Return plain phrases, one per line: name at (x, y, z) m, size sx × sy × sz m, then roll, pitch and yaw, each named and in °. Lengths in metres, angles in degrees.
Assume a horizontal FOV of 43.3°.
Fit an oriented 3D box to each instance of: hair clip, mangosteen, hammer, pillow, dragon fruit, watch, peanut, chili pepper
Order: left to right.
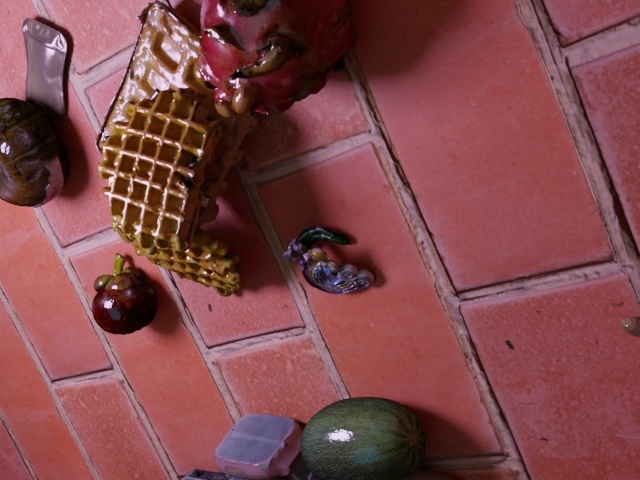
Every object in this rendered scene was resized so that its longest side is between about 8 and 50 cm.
pillow at (-0.609, -0.374, 1.778) m, size 0.130 × 0.033 × 0.218 m, roll 25°, pitch 126°, yaw 18°
mangosteen at (-0.463, 0.129, 1.847) m, size 0.156 × 0.145 × 0.181 m, roll -23°, pitch 98°, yaw 42°
hammer at (-0.359, -0.227, 1.561) m, size 0.182 × 0.017 × 0.062 m, roll -42°, pitch 80°, yaw 33°
dragon fruit at (-0.091, -0.330, 1.301) m, size 0.250 × 0.269 × 0.291 m, roll 42°, pitch 117°, yaw 12°
watch at (-0.088, 0.527, 1.799) m, size 0.253 × 0.162 × 0.241 m, roll -1°, pitch 124°, yaw 37°
chili pepper at (-0.002, -0.008, 1.542) m, size 0.118 × 0.035 × 0.055 m, roll -11°, pitch 128°, yaw 30°
hair clip at (0.012, 0.054, 1.536) m, size 0.172 × 0.049 × 0.116 m, roll 31°, pitch 150°, yaw -12°
peanut at (0.512, 0.144, 1.263) m, size 0.083 × 0.037 × 0.037 m, roll 24°, pitch 123°, yaw 19°

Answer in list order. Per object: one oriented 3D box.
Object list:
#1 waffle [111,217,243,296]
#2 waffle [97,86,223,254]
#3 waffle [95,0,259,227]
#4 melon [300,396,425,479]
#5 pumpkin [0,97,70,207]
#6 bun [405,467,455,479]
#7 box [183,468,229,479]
waffle at (-0.293, 0.016, 1.640) m, size 0.311 × 0.060 × 0.307 m, roll 23°, pitch 158°, yaw 8°
waffle at (-0.289, -0.133, 1.472) m, size 0.283 × 0.065 × 0.309 m, roll -30°, pitch 78°, yaw 18°
waffle at (-0.273, -0.242, 1.558) m, size 0.304 × 0.077 × 0.348 m, roll 39°, pitch 119°, yaw 15°
melon at (0.073, 0.401, 1.591) m, size 0.287 × 0.182 × 0.182 m, roll -12°, pitch 105°, yaw 35°
pumpkin at (-0.699, -0.194, 1.816) m, size 0.260 × 0.189 × 0.260 m, roll 20°, pitch 128°, yaw 27°
bun at (0.188, 0.607, 1.609) m, size 0.293 × 0.187 × 0.293 m, roll 13°, pitch 116°, yaw 27°
box at (-0.206, 0.663, 1.993) m, size 0.270 × 0.045 × 0.211 m, roll -5°, pitch 109°, yaw 36°
